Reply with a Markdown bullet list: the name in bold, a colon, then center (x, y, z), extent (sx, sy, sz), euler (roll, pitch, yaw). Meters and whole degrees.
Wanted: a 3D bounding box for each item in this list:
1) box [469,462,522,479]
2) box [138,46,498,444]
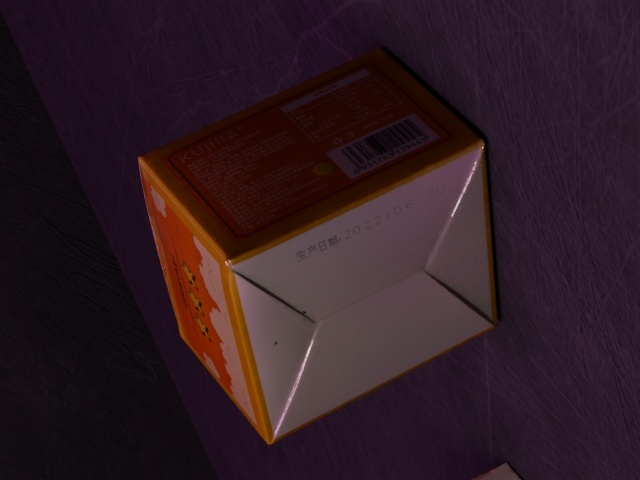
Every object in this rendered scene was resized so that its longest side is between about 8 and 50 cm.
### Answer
- **box**: center (0.121, 0.408, 2.140), extent (0.048, 0.265, 0.273), euler (48, 156, 43)
- **box**: center (0.000, 0.000, 1.881), extent (0.214, 0.283, 0.259), euler (49, 157, 42)
